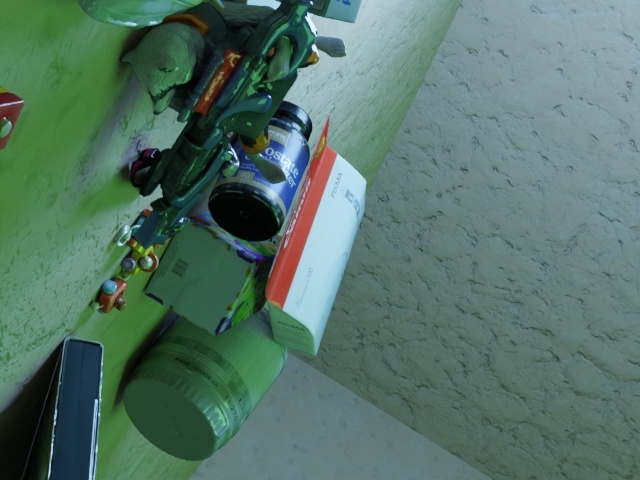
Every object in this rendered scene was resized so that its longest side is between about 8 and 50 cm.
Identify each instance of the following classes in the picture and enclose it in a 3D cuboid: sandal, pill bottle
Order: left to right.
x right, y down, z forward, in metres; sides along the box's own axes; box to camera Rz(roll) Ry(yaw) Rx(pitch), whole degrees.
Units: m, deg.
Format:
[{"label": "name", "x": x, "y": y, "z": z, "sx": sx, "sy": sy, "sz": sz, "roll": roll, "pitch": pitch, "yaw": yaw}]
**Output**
[{"label": "sandal", "x": -0.223, "y": -0.090, "z": 1.591, "sx": 0.067, "sy": 0.040, "sz": 0.179, "roll": -52, "pitch": -174, "yaw": -9}, {"label": "pill bottle", "x": -0.088, "y": -0.115, "z": 1.947, "sx": 0.123, "sy": 0.123, "sz": 0.219, "roll": 111, "pitch": -1, "yaw": -53}]

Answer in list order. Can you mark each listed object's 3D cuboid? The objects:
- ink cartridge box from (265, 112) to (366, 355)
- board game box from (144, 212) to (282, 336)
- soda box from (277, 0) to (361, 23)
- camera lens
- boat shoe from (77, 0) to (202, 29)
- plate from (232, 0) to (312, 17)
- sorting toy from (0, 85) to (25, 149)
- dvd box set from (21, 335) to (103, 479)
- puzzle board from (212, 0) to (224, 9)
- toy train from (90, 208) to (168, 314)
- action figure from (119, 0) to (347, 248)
[{"label": "ink cartridge box", "x": 0.000, "y": 0.000, "z": 2.120, "sx": 0.385, "sy": 0.091, "sz": 0.308, "roll": 93, "pitch": 16, "yaw": -70}, {"label": "board game box", "x": -0.162, "y": 0.046, "z": 2.080, "sx": 0.144, "sy": 0.142, "sz": 0.275, "roll": -61, "pitch": 172, "yaw": 11}, {"label": "soda box", "x": 0.031, "y": -0.414, "z": 1.488, "sx": 0.098, "sy": 0.091, "sz": 0.286, "roll": -9, "pitch": 120, "yaw": -65}, {"label": "camera lens", "x": -0.206, "y": 0.240, "z": 2.266, "sx": 0.274, "sy": 0.219, "sz": 0.219, "roll": -52, "pitch": 170, "yaw": -42}, {"label": "boat shoe", "x": -0.175, "y": -0.244, "z": 1.182, "sx": 0.081, "sy": 0.079, "sz": 0.227, "roll": -36, "pitch": -177, "yaw": 14}, {"label": "plate", "x": -0.048, "y": -0.347, "z": 1.650, "sx": 0.278, "sy": 0.045, "sz": 0.277, "roll": -55, "pitch": 170, "yaw": -26}, {"label": "sorting toy", "x": -0.331, "y": -0.035, "z": 0.885, "sx": 0.257, "sy": 0.089, "sz": 0.255, "roll": -61, "pitch": 172, "yaw": 18}, {"label": "dvd box set", "x": -0.389, "y": 0.387, "z": 1.750, "sx": 0.308, "sy": 0.062, "sz": 0.420, "roll": -97, "pitch": -156, "yaw": -47}, {"label": "puzzle board", "x": -0.130, "y": -0.284, "z": 1.209, "sx": 0.011, "sy": 0.096, "sz": 0.128, "roll": -28, "pitch": 174, "yaw": 5}, {"label": "toy train", "x": -0.264, "y": 0.035, "z": 1.749, "sx": 0.125, "sy": 0.046, "sz": 0.166, "roll": -50, "pitch": 169, "yaw": -49}, {"label": "action figure", "x": -0.128, "y": -0.160, "z": 1.455, "sx": 0.341, "sy": 0.178, "sz": 0.330, "roll": -52, "pitch": 156, "yaw": 10}]
